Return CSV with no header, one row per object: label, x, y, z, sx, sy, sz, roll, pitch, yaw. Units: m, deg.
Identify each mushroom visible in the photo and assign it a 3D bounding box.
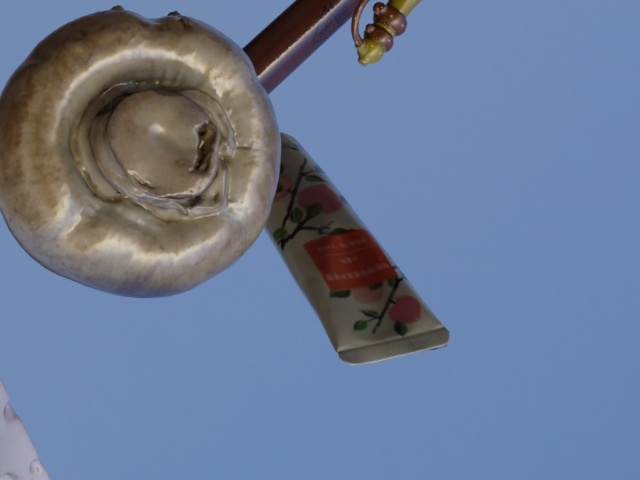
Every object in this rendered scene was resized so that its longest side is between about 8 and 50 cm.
mushroom,-0.101,-0.051,1.074,0.166,0.166,0.127,-52,-171,-23

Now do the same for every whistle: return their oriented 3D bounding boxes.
whistle,0.065,-0.210,1.760,0.109,0.046,0.057,-55,167,-20

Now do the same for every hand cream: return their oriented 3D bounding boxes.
hand cream,0.000,0.000,1.282,0.080,0.050,0.234,-11,-137,-24

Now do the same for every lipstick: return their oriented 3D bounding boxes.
lipstick,-0.044,-0.199,2.019,0.356,0.057,0.057,-42,-152,-7

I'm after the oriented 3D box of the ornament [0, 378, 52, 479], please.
ornament,-0.423,0.167,1.672,0.239,0.240,0.239,27,-122,39
